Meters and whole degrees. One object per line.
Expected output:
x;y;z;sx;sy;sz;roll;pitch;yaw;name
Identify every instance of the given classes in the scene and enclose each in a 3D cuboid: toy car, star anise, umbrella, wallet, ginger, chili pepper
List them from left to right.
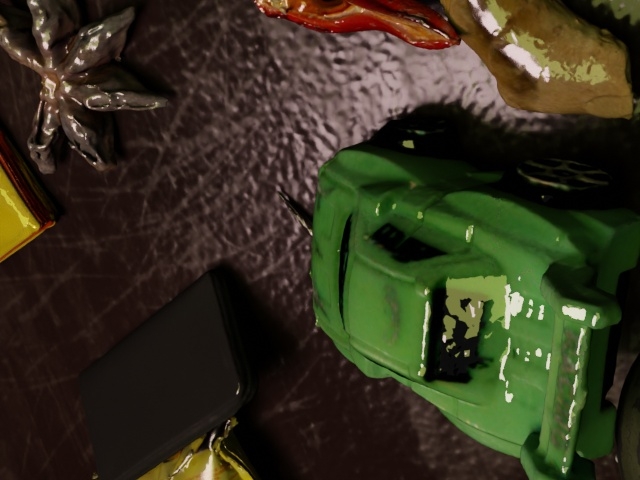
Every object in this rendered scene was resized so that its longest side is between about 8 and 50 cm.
-0.396;-0.019;1.205;0.241;0.067;0.141;-32;88;28;wallet
-0.235;-0.163;1.061;0.172;0.063;0.208;-6;106;27;star anise
-0.160;0.147;1.125;0.250;0.044;0.149;-38;56;31;wallet
0.001;-0.001;1.035;0.122;0.013;0.022;51;144;-1;umbrella
0.008;-0.201;0.918;0.268;0.050;0.059;20;136;31;chili pepper
0.108;0.041;0.856;0.359;0.176;0.213;25;119;43;toy car
0.164;-0.156;0.854;0.190;0.069;0.095;46;147;-1;ginger

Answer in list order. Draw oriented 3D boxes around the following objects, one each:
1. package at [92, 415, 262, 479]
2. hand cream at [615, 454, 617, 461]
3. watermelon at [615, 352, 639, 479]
-0.136;0.274;1.168;0.226;0.090;0.168;-24;94;33;package
0.344;0.277;0.948;0.255;0.048;0.079;54;148;-2;hand cream
0.321;0.144;0.816;0.212;0.212;0.212;10;114;23;watermelon
